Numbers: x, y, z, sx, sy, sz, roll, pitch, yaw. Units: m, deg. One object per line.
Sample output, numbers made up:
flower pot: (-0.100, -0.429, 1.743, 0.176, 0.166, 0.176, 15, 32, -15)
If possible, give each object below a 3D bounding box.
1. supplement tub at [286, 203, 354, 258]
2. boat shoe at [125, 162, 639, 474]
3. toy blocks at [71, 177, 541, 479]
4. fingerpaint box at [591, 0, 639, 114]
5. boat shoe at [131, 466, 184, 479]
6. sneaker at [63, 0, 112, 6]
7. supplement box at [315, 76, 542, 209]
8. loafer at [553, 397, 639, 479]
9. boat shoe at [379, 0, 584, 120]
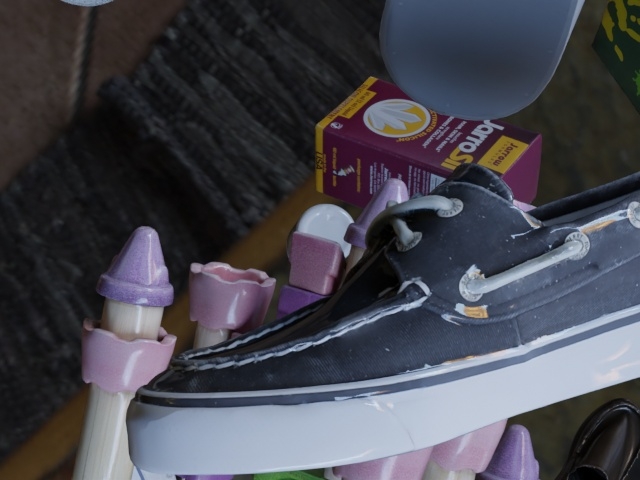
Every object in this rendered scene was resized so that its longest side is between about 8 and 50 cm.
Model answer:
supplement tub: (0.000, 0.000, 1.722, 0.071, 0.107, 0.071, 1, 81, -7)
boat shoe: (0.059, 0.020, 0.624, 0.301, 0.108, 0.102, -13, 96, -17)
toy blocks: (0.021, 0.075, 1.082, 0.288, 0.309, 0.260, 15, 97, 33)
fingerpaint box: (0.571, -0.175, 1.531, 0.445, 0.163, 0.371, -16, 58, -18)
boat shoe: (-0.174, 0.267, 1.575, 0.084, 0.258, 0.095, -39, 59, -24)
sneaker: (-0.082, -0.177, 0.701, 0.292, 0.108, 0.169, 124, 146, -48)
supplement box: (0.099, -0.072, 1.406, 0.188, 0.081, 0.104, 21, 44, 25)
loafer: (0.340, 0.286, 1.838, 0.080, 0.078, 0.220, 37, 69, -4)
boat shoe: (0.134, -0.233, 0.734, 0.136, 0.367, 0.156, 19, 47, 1)
